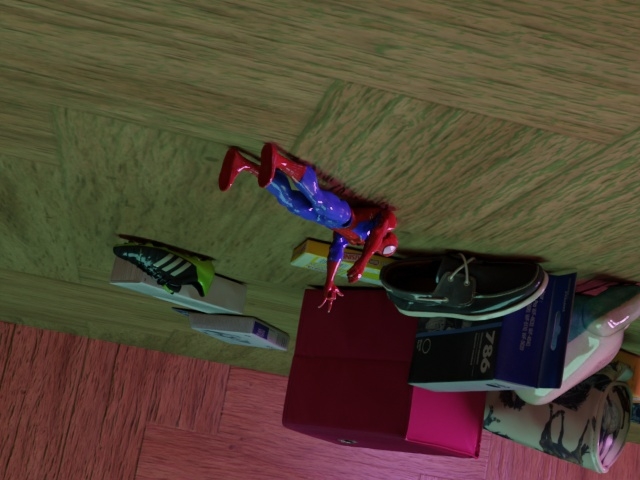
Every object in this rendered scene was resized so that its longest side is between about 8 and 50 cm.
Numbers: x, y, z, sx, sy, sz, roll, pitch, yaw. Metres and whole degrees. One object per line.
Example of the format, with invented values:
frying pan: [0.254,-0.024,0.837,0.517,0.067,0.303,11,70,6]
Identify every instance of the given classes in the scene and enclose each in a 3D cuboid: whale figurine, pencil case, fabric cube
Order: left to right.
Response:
fabric cube: [0.125,0.236,1.751,0.258,0.259,0.254,-1,162,37]
pencil case: [0.369,0.276,1.811,0.410,0.183,0.160,13,162,43]
whale figurine: [0.357,0.128,1.437,0.216,0.141,0.272,-26,159,-24]

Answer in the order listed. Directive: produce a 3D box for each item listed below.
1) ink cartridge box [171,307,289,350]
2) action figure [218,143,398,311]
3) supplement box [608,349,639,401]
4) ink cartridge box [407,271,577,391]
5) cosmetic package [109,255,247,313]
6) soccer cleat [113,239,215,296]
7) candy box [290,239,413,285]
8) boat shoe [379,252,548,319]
ink cartridge box: [-0.217,0.216,2.388,0.224,0.045,0.223,5,166,23]
action figure: [0.000,0.000,1.139,0.091,0.139,0.280,0,166,40]
supplement box: [0.559,0.252,1.893,0.233,0.078,0.080,22,166,-40]
ink cartridge box: [0.238,0.133,1.439,0.065,0.165,0.333,18,164,-20]
cosmetic package: [-0.254,0.079,1.807,0.099,0.060,0.239,0,164,44]
soccer cleat: [-0.260,0.048,1.650,0.179,0.072,0.060,16,165,-24]
candy box: [0.066,0.040,1.476,0.206,0.027,0.105,13,169,-12]
boat shoe: [0.190,0.056,1.346,0.233,0.084,0.079,-5,136,33]
